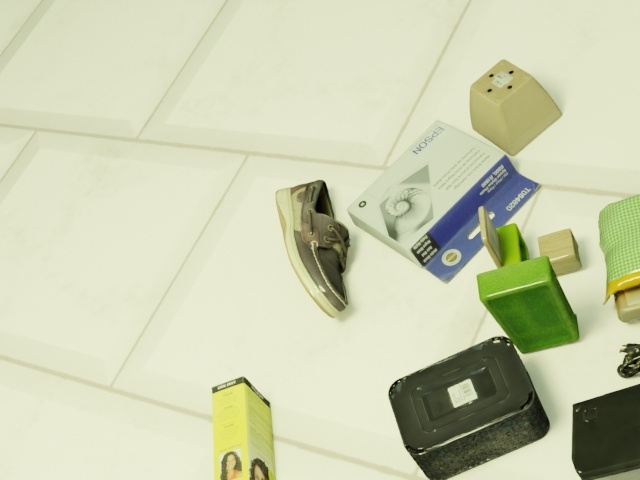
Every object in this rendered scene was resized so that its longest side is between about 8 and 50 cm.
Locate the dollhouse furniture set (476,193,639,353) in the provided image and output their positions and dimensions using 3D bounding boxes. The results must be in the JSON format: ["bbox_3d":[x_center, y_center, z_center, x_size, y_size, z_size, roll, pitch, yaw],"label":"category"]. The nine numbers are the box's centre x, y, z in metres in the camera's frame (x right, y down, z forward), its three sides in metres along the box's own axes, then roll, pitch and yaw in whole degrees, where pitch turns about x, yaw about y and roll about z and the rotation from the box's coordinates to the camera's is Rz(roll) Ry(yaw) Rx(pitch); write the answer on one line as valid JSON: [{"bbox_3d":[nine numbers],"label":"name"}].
[{"bbox_3d":[0.371,0.002,1.481,0.301,0.151,0.197,-17,47,21],"label":"dollhouse furniture set"}]

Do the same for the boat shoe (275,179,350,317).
[{"bbox_3d":[0.000,0.000,1.740,0.092,0.103,0.285,-31,39,10],"label":"boat shoe"}]

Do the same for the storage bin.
[{"bbox_3d":[0.193,0.220,1.459,0.180,0.084,0.122,-26,45,9],"label":"storage bin"}]

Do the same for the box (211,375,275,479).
[{"bbox_3d":[-0.106,0.310,1.551,0.058,0.087,0.232,-22,47,15],"label":"box"}]

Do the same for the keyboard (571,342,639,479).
[{"bbox_3d":[0.448,0.179,1.338,0.317,0.033,0.201,-23,34,31],"label":"keyboard"}]

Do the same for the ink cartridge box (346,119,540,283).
[{"bbox_3d":[0.187,-0.067,1.729,0.223,0.045,0.224,-45,46,-11],"label":"ink cartridge box"}]

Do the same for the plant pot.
[{"bbox_3d":[0.297,-0.219,1.759,0.109,0.096,0.109,-40,45,-6],"label":"plant pot"}]
